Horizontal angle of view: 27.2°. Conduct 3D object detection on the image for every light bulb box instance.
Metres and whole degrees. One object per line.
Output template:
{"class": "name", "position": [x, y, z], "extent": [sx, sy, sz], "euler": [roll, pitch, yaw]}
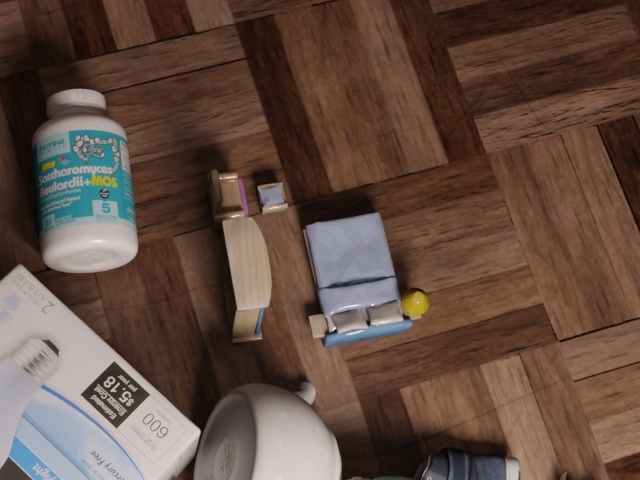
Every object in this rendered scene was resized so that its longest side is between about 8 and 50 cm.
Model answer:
{"class": "light bulb box", "position": [-0.417, 0.296, 1.833], "extent": [0.358, 0.225, 0.361], "euler": [41, 71, 8]}

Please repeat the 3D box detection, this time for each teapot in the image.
{"class": "teapot", "position": [-0.054, 0.332, 1.873], "extent": [0.187, 0.252, 0.256], "euler": [16, 87, -26]}

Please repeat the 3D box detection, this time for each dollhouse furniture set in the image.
{"class": "dollhouse furniture set", "position": [0.000, 0.000, 1.996], "extent": [0.303, 0.198, 0.286], "euler": [-8, 73, -10]}

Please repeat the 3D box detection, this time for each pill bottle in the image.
{"class": "pill bottle", "position": [-0.361, -0.093, 2.014], "extent": [0.146, 0.146, 0.264], "euler": [-6, 72, -9]}

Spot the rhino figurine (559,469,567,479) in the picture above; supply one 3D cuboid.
{"class": "rhino figurine", "position": [0.420, 0.450, 1.957], "extent": [0.106, 0.073, 0.243], "euler": [-25, 74, -10]}

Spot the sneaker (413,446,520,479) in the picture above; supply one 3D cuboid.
{"class": "sneaker", "position": [0.202, 0.411, 1.929], "extent": [0.163, 0.086, 0.226], "euler": [14, 60, -13]}

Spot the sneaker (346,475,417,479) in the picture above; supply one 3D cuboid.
{"class": "sneaker", "position": [0.126, 0.471, 1.758], "extent": [0.150, 0.135, 0.366], "euler": [-7, 56, -3]}
